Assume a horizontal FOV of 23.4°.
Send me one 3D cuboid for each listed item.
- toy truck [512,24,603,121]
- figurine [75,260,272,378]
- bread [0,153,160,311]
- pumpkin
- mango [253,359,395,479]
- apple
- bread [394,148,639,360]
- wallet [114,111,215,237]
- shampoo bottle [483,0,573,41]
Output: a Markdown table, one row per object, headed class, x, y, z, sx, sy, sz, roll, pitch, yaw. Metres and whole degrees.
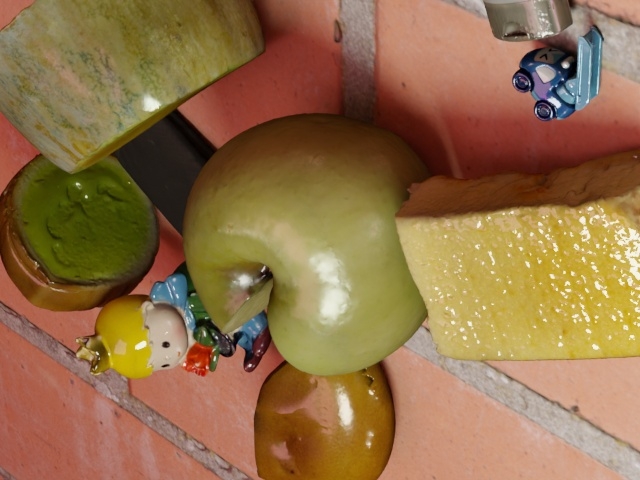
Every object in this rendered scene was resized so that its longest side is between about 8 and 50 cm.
| class | x | y | z | sx | sy | sz | roll | pitch | yaw |
| --- | --- | --- | --- | --- | --- | --- | --- | --- | --- |
| toy truck | 0.233 | -0.160 | 1.457 | 0.073 | 0.056 | 0.090 | 52 | 132 | -3 |
| figurine | -0.191 | 0.132 | 2.038 | 0.185 | 0.234 | 0.127 | 52 | 141 | 5 |
| bread | -0.327 | -0.016 | 2.081 | 0.236 | 0.236 | 0.070 | 55 | 141 | 1 |
| pumpkin | -0.209 | -0.215 | 1.723 | 0.199 | 0.332 | 0.332 | 50 | 145 | -4 |
| mango | 0.018 | 0.221 | 1.956 | 0.166 | 0.136 | 0.236 | 15 | 125 | 25 |
| apple | 0.000 | 0.000 | 1.685 | 0.292 | 0.254 | 0.292 | 27 | 135 | 30 |
| bread | 0.224 | 0.019 | 1.517 | 0.275 | 0.114 | 0.185 | -6 | 115 | 35 |
| wallet | -0.185 | -0.086 | 2.020 | 0.245 | 0.052 | 0.168 | 48 | 145 | 19 |
| shampoo bottle | 0.166 | -0.296 | 1.417 | 0.086 | 0.056 | 0.227 | 7 | 123 | 48 |
